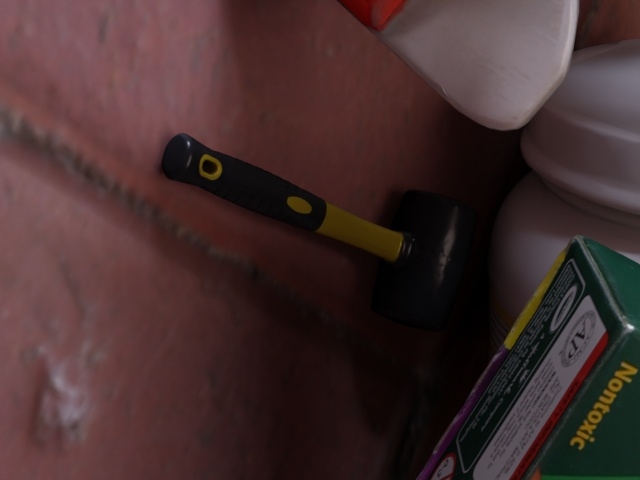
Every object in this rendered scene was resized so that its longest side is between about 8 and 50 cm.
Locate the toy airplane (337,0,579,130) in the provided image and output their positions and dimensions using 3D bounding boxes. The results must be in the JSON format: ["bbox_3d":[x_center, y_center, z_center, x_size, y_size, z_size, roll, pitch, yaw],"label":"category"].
[{"bbox_3d":[0.132,-0.213,0.567,0.386,0.272,0.384,-58,163,-35],"label":"toy airplane"}]

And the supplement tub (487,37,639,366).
[{"bbox_3d":[0.200,0.083,0.808,0.241,0.241,0.331,-25,121,-45],"label":"supplement tub"}]

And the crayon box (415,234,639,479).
[{"bbox_3d":[0.150,0.228,0.674,0.313,0.106,0.363,26,107,-12],"label":"crayon box"}]

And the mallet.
[{"bbox_3d":[0.000,0.000,0.696,0.189,0.039,0.062,11,90,-49],"label":"mallet"}]
